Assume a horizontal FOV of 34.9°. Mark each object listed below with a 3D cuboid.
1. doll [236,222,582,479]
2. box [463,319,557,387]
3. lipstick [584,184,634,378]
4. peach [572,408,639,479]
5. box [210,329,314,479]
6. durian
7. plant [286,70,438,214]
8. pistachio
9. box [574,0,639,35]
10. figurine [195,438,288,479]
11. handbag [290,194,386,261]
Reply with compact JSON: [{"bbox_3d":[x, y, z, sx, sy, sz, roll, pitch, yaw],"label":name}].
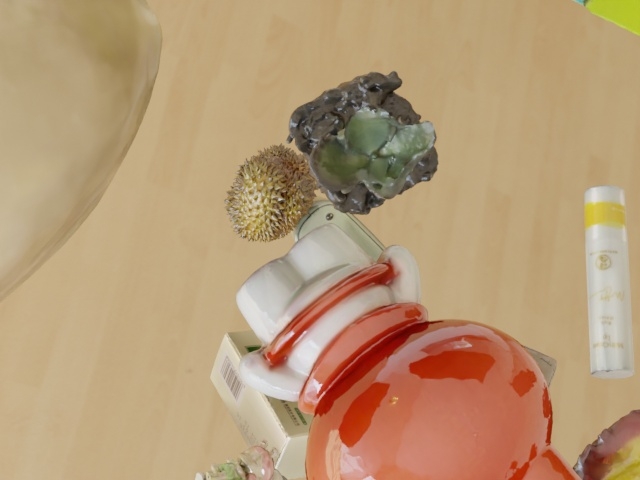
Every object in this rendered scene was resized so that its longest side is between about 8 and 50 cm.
[{"bbox_3d":[0.064,0.119,0.609,0.161,0.130,0.290,-34,70,-15],"label":"doll"},{"bbox_3d":[0.321,0.359,2.080,0.225,0.190,0.297,22,49,20],"label":"box"},{"bbox_3d":[0.390,0.056,1.380,0.059,0.059,0.264,16,66,-31],"label":"lipstick"},{"bbox_3d":[0.488,0.332,1.133,0.310,0.406,0.335,44,41,-28],"label":"peach"},{"bbox_3d":[-0.034,0.225,1.438,0.168,0.095,0.212,0,36,-35],"label":"box"},{"bbox_3d":[-0.074,-0.071,1.562,0.158,0.168,0.137,-26,59,-35],"label":"durian"},{"bbox_3d":[0.041,-0.097,1.039,0.142,0.203,0.131,-27,103,-8],"label":"plant"},{"bbox_3d":[-0.228,-0.050,0.515,0.318,0.193,0.214,-42,138,-17],"label":"pistachio"},{"bbox_3d":[0.107,-0.214,0.507,0.335,0.187,0.047,25,67,-4],"label":"box"},{"bbox_3d":[-0.069,0.287,1.182,0.146,0.098,0.081,-7,43,-35],"label":"figurine"},{"bbox_3d":[0.000,0.000,1.784,0.109,0.315,0.241,-46,108,-7],"label":"handbag"}]
